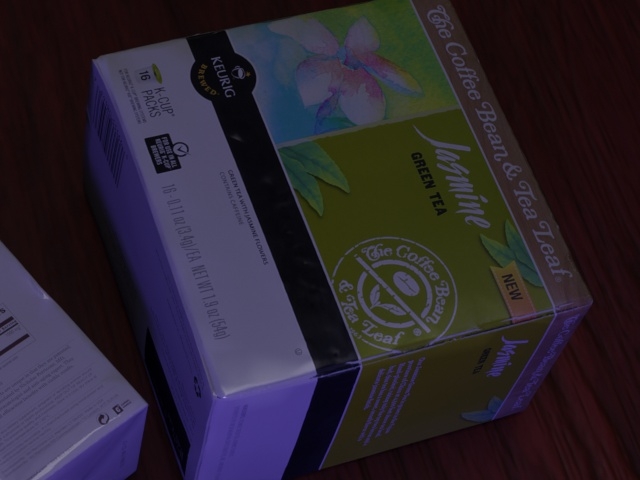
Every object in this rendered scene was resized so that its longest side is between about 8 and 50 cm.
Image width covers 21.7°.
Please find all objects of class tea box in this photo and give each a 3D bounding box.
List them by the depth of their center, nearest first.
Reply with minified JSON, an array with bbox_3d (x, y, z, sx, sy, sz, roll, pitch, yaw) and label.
[{"bbox_3d":[0.000,0.000,1.417,0.323,0.220,0.329,-14,64,-18],"label":"tea box"}]

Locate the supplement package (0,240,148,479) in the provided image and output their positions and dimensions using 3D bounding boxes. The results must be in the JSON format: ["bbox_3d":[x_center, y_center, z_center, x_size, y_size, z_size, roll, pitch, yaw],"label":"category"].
[{"bbox_3d":[-0.271,0.111,1.350,0.134,0.139,0.244,-36,71,-27],"label":"supplement package"}]
